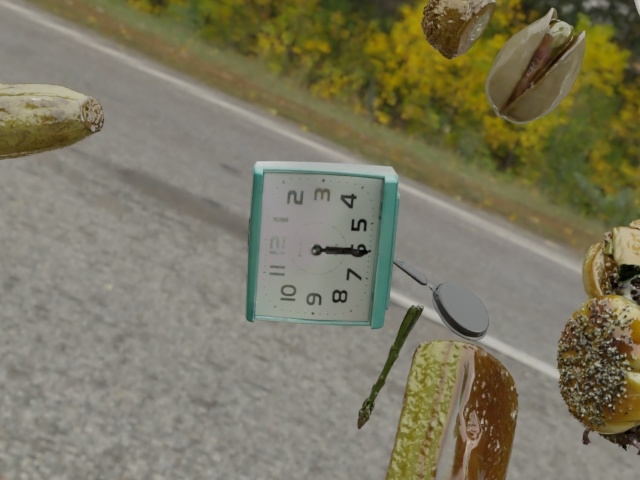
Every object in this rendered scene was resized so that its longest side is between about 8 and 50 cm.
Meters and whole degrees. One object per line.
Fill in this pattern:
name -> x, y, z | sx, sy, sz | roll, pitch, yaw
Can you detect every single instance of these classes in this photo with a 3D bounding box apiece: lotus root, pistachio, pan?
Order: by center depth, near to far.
lotus root -> -0.382, -0.135, 1.424 | 0.258, 0.097, 0.110 | 1, 23, 3
pistachio -> 0.347, -0.275, 2.007 | 0.144, 0.215, 0.144 | 10, 55, -14
pan -> 0.237, 0.103, 2.417 | 0.235, 0.028, 0.136 | 39, 33, 1

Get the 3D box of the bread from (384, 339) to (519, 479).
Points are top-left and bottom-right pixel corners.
bread -> 0.177, 0.261, 1.599 | 0.110, 0.234, 0.184 | -1, -23, 33

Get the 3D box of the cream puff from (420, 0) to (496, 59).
cream puff -> 0.232, -0.389, 2.138 | 0.103, 0.144, 0.126 | 38, -15, 19

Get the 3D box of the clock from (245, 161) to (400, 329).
clock -> 0.000, 0.000, 1.966 | 0.231, 0.262, 0.116 | 3, 22, -3

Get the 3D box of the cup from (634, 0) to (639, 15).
cup -> 0.427, -0.189, 0.993 | 0.274, 0.253, 0.253 | 32, 6, -36

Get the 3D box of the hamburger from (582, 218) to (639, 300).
hamburger -> 0.430, 0.074, 1.619 | 0.214, 0.108, 0.214 | 37, 33, -30

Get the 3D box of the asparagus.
asparagus -> 0.104, 0.196, 1.913 | 0.022, 0.233, 0.023 | 26, 22, 7

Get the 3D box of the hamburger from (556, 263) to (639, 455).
hamburger -> 0.298, 0.115, 1.230 | 0.093, 0.190, 0.164 | 7, -2, -26
